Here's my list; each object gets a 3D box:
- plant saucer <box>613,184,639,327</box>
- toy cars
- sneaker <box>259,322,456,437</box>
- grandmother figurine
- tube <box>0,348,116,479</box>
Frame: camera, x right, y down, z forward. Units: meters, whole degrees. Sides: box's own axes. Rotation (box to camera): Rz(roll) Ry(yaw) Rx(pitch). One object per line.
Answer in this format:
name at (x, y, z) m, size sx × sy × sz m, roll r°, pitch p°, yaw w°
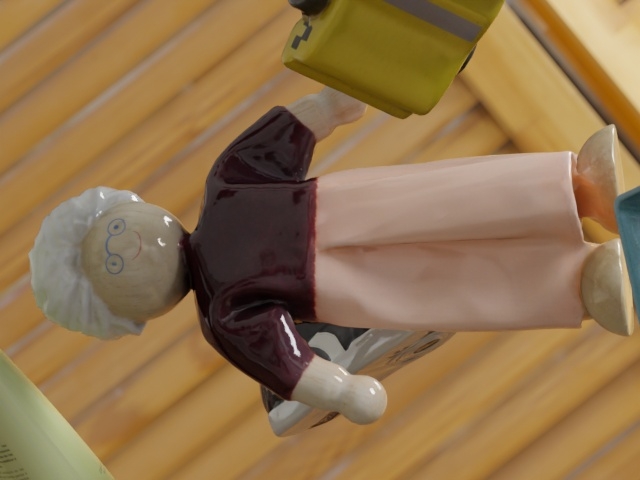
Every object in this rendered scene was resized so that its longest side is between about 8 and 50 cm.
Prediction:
plant saucer at (0.152, -0.007, 0.581) m, size 0.018 × 0.067 × 0.192 m, roll -4°, pitch -13°, yaw -28°
toy cars at (0.152, -0.197, 0.993) m, size 0.394 × 0.176 × 0.087 m, roll -29°, pitch 27°, yaw -13°
sneaker at (0.006, 0.036, 1.251) m, size 0.079 × 0.121 × 0.217 m, roll -15°, pitch -17°, yaw -38°
grandmother figurine at (0.000, 0.000, 1.121) m, size 0.342 × 0.207 × 0.104 m, roll -6°, pitch -33°, yaw 12°
tube at (-0.181, 0.105, 1.151) m, size 0.070 × 0.240 × 0.062 m, roll -23°, pitch 28°, yaw 22°
